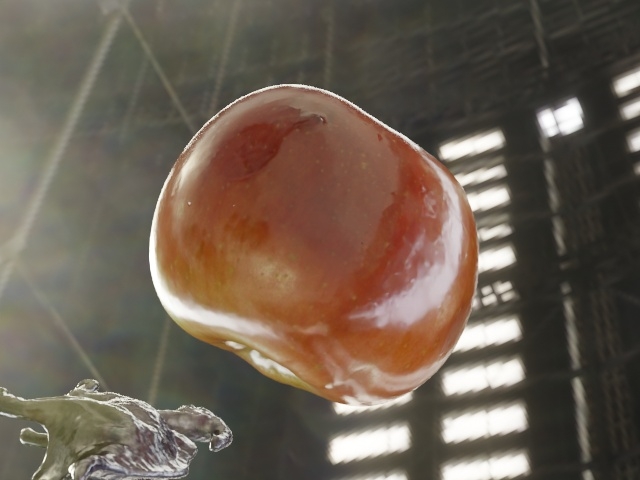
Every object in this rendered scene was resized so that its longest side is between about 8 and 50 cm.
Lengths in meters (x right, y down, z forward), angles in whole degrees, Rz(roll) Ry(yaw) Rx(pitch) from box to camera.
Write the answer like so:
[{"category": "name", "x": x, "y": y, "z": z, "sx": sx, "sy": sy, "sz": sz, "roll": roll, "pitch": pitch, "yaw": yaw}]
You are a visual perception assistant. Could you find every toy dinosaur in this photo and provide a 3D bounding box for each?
[{"category": "toy dinosaur", "x": -0.172, "y": 0.155, "z": 1.143, "sx": 0.162, "sy": 0.077, "sz": 0.294, "roll": 5, "pitch": -166, "yaw": 14}]

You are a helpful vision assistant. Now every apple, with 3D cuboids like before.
[{"category": "apple", "x": 0.000, "y": 0.000, "z": 0.721, "sx": 0.163, "sy": 0.163, "sz": 0.139, "roll": 11, "pitch": -111, "yaw": 49}]
